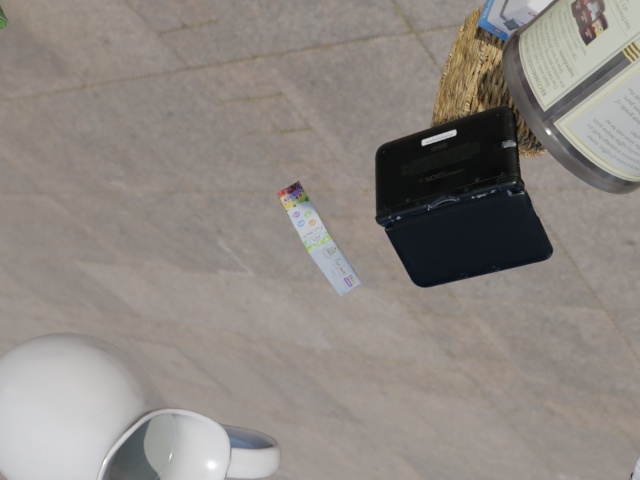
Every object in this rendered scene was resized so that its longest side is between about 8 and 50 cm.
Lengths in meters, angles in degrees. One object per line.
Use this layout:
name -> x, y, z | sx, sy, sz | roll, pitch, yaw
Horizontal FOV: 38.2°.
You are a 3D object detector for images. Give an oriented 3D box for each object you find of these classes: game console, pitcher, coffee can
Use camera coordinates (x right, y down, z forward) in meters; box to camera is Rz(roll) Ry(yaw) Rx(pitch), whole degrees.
game console -> 0.112, -0.033, 0.733 | 0.122, 0.107, 0.071 | -16, 150, 30
pitcher -> -0.148, 0.143, 0.701 | 0.207, 0.125, 0.178 | 12, 180, 44
coffee can -> 0.335, -0.196, 0.843 | 0.201, 0.201, 0.275 | 37, 134, -14

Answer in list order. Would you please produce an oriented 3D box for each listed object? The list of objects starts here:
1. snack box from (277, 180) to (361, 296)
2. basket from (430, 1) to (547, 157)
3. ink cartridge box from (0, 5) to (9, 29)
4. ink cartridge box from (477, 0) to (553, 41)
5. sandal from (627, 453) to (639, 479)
snack box -> 0.000, 0.000, 1.185 | 0.100, 0.037, 0.141 | 59, -178, 32
basket -> 0.392, -0.334, 2.001 | 0.223, 0.299, 0.213 | 20, 169, -15
ink cartridge box -> -0.391, -0.186, 0.813 | 0.109, 0.209, 0.062 | 61, -169, 13
ink cartridge box -> 0.377, -0.386, 1.580 | 0.140, 0.082, 0.191 | 26, 178, -15
sandal -> 0.508, 0.369, 1.372 | 0.102, 0.076, 0.265 | 17, 137, 22
